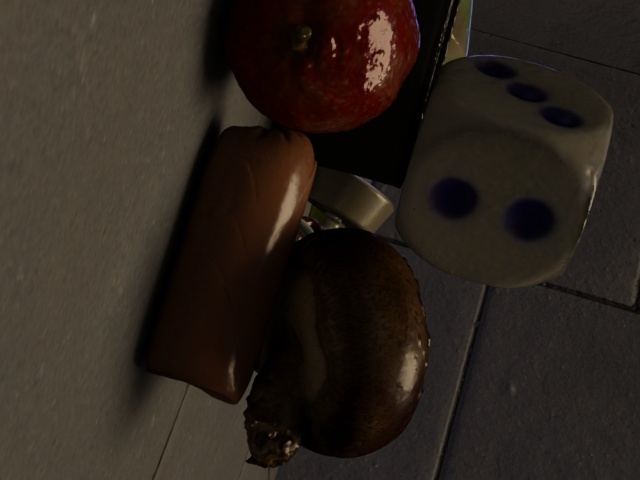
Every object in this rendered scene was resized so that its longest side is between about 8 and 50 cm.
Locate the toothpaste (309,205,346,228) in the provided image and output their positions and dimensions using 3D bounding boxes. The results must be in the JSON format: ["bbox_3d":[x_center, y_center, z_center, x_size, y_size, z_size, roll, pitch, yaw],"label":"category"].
[{"bbox_3d":[0.051,-0.167,2.394,0.110,0.077,0.327,-60,166,-76],"label":"toothpaste"}]

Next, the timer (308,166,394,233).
[{"bbox_3d":[0.000,0.000,2.164,0.266,0.175,0.175,-57,173,-5],"label":"timer"}]

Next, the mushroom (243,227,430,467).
[{"bbox_3d":[0.016,0.125,1.237,0.297,0.163,0.278,0,-108,71],"label":"mushroom"}]

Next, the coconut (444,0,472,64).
[{"bbox_3d":[0.160,-0.380,1.922,0.204,0.236,0.236,53,40,-31],"label":"coconut"}]

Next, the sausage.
[{"bbox_3d":[-0.094,0.017,1.216,0.121,0.121,0.304,73,34,-80],"label":"sausage"}]

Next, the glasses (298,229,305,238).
[{"bbox_3d":[-0.002,0.075,1.533,0.118,0.268,0.234,-24,130,-24],"label":"glasses"}]

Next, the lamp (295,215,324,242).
[{"bbox_3d":[-0.049,0.059,1.797,0.223,0.151,0.215,16,-98,52],"label":"lamp"}]

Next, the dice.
[{"bbox_3d":[0.257,-0.102,1.594,0.259,0.251,0.243,-62,166,-60],"label":"dice"}]

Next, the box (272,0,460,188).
[{"bbox_3d":[0.078,-0.290,1.620,0.251,0.204,0.345,-65,169,-58],"label":"box"}]

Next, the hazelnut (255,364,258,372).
[{"bbox_3d":[-0.023,0.182,2.062,0.210,0.186,0.210,18,90,-83],"label":"hazelnut"}]

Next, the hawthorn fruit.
[{"bbox_3d":[-0.005,-0.207,1.134,0.253,0.205,0.205,-25,131,-74],"label":"hawthorn fruit"}]

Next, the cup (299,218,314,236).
[{"bbox_3d":[-0.072,-0.006,1.389,0.136,0.099,0.133,55,42,-40],"label":"cup"}]
